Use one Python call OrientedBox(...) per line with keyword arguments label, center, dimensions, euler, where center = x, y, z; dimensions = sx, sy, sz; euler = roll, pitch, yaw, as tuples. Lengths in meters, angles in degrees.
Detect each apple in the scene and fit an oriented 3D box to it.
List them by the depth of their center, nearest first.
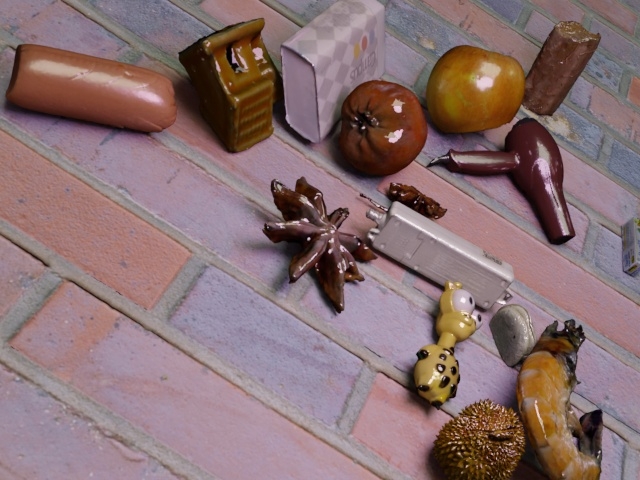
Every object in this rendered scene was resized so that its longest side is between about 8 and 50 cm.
OrientedBox(label="apple", center=(0.361, -0.344, 1.963), dimensions=(0.237, 0.207, 0.237), euler=(13, 14, -3))

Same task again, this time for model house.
OrientedBox(label="model house", center=(-0.148, -0.317, 1.688), dimensions=(0.268, 0.173, 0.239), euler=(-36, 109, -42))

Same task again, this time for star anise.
OrientedBox(label="star anise", center=(0.001, 0.001, 1.572), dimensions=(0.288, 0.088, 0.288), euler=(26, 43, -27))
OrientedBox(label="star anise", center=(0.174, -0.081, 1.752), dimensions=(0.191, 0.070, 0.097), euler=(19, 21, -13))

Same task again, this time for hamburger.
OrientedBox(label="hamburger", center=(0.383, 0.176, 1.646), dimensions=(0.054, 0.084, 0.121), euler=(-1, 54, -28))

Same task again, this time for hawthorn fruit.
OrientedBox(label="hawthorn fruit", center=(0.149, -0.237, 1.790), dimensions=(0.199, 0.199, 0.251), euler=(55, 25, 19))

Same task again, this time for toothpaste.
OrientedBox(label="toothpaste", center=(0.752, 0.012, 2.011), dimensions=(0.034, 0.046, 0.164), euler=(29, 46, -11))

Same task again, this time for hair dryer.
OrientedBox(label="hair dryer", center=(0.410, -0.137, 1.923), dimensions=(0.340, 0.123, 0.312), euler=(-2, 66, -17))

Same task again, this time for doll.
OrientedBox(label="doll", center=(0.239, 0.189, 1.556), dimensions=(0.117, 0.086, 0.291), euler=(57, 39, -24))

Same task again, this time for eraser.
OrientedBox(label="eraser", center=(0.040, -0.396, 1.849), dimensions=(0.082, 0.213, 0.397), euler=(11, 36, 22))

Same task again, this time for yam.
OrientedBox(label="yam", center=(0.619, -0.454, 2.186), dimensions=(0.128, 0.238, 0.129), euler=(19, 41, -7))

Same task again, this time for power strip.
OrientedBox(label="power strip", center=(0.234, 0.027, 1.666), dimensions=(0.338, 0.098, 0.058), euler=(29, 31, -6))

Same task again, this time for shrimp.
OrientedBox(label="shrimp", center=(0.470, 0.296, 1.567), dimensions=(0.272, 0.085, 0.445), euler=(57, 31, -10))

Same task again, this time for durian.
OrientedBox(label="durian", center=(0.269, 0.344, 1.404), dimensions=(0.158, 0.168, 0.137), euler=(-34, 63, -27))

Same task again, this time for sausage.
OrientedBox(label="sausage", center=(-0.412, -0.276, 1.539), dimensions=(0.304, 0.121, 0.121), euler=(8, 51, -26))
